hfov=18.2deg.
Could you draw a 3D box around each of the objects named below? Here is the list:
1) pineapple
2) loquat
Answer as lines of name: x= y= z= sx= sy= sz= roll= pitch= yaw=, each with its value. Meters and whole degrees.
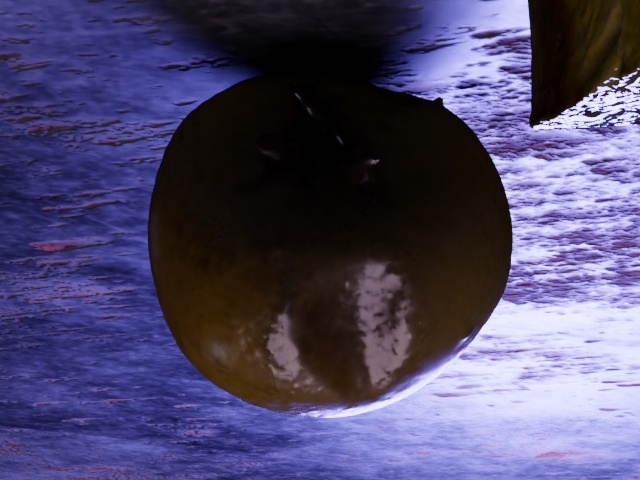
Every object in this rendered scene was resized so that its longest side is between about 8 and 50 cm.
pineapple: x=0.174 y=-0.103 z=0.914 sx=0.186 sy=0.114 sz=0.236 roll=-7 pitch=163 yaw=29
loquat: x=0.005 y=0.002 z=1.147 sx=0.213 sy=0.213 sz=0.213 roll=3 pitch=163 yaw=1
